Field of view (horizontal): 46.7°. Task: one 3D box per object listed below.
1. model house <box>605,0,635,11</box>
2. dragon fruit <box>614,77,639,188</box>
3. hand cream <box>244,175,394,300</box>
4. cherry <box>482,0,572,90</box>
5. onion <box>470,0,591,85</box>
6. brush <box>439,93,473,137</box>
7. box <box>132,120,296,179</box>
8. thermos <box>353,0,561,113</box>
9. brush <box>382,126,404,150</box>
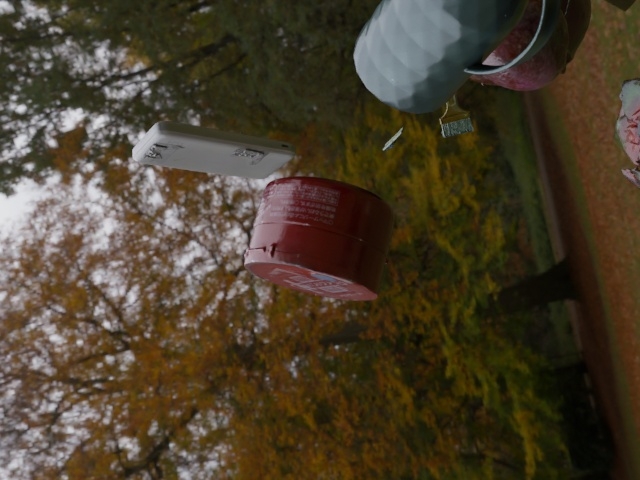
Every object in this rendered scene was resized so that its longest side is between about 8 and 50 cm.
[{"bbox_3d":[0.492,-0.530,1.276,0.176,0.181,0.248,9,-139,-41],"label":"model house"},{"bbox_3d":[0.407,-0.131,0.799,0.182,0.182,0.188,55,-149,-52],"label":"dragon fruit"},{"bbox_3d":[0.000,0.000,1.177,0.230,0.230,0.149,40,-122,-65],"label":"hand cream"},{"bbox_3d":[0.375,-0.387,1.425,0.250,0.175,0.192,-6,-75,-42],"label":"cherry"},{"bbox_3d":[0.442,-0.562,1.745,0.348,0.348,0.385,28,-131,-69],"label":"onion"},{"bbox_3d":[0.337,-0.364,1.905,0.010,0.083,0.218,-95,-12,-54],"label":"brush"},{"bbox_3d":[-0.196,-0.164,1.390,0.285,0.142,0.044,5,-111,-34],"label":"box"},{"bbox_3d":[0.161,-0.259,0.835,0.182,0.145,0.286,61,152,9],"label":"thermos"},{"bbox_3d":[0.147,-0.199,1.464,0.016,0.013,0.083,-62,8,-27],"label":"brush"}]
